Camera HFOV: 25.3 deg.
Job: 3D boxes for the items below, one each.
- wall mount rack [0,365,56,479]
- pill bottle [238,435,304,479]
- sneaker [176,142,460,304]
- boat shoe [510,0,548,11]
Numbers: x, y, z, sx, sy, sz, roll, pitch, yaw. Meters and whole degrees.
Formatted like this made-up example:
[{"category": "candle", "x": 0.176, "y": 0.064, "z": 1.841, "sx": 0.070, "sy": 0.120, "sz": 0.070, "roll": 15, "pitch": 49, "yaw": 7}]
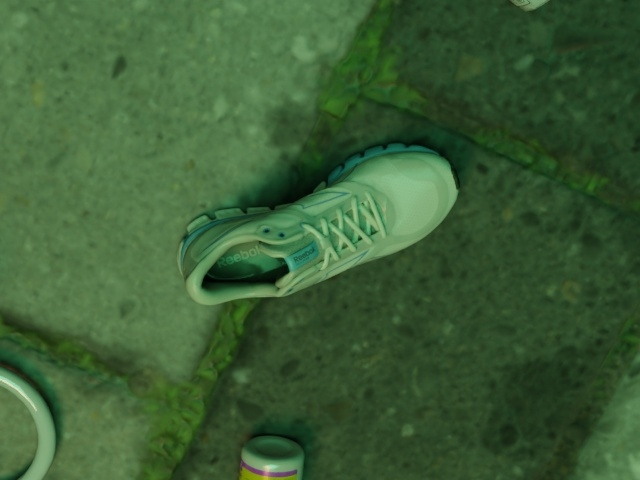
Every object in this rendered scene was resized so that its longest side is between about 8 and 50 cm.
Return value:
[{"category": "wall mount rack", "x": -0.359, "y": 0.174, "z": 0.916, "sx": 0.350, "sy": 0.130, "sz": 0.304, "roll": 9, "pitch": 108, "yaw": -3}, {"category": "pill bottle", "x": -0.036, "y": 0.178, "z": 0.969, "sx": 0.043, "sy": 0.043, "sz": 0.083, "roll": 5, "pitch": 107, "yaw": -3}, {"category": "sneaker", "x": 0.000, "y": 0.000, "z": 0.893, "sx": 0.191, "sy": 0.083, "sz": 0.071, "roll": -23, "pitch": 106, "yaw": 5}, {"category": "boat shoe", "x": 0.182, "y": -0.229, "z": 0.820, "sx": 0.226, "sy": 0.083, "sz": 0.076, "roll": -40, "pitch": 106, "yaw": 12}]
